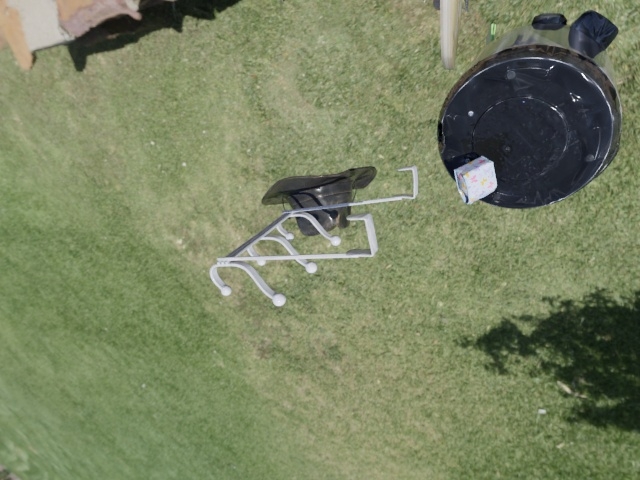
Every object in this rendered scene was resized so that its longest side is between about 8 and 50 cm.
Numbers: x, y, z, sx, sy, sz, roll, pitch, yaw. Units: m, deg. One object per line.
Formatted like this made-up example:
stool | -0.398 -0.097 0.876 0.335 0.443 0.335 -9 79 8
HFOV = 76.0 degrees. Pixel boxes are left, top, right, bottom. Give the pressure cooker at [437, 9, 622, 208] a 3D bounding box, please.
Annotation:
pressure cooker | 0.506 -0.324 0.995 0.369 0.420 0.376 -1 123 32

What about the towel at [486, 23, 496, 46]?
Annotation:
towel | 0.596 -0.676 1.429 0.023 0.152 0.113 -1 101 16

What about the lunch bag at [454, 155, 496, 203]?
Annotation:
lunch bag | 0.331 -0.126 0.874 0.071 0.053 0.083 -27 121 1

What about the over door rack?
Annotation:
over door rack | 0.000 0.000 0.699 0.324 0.239 0.108 -16 107 34

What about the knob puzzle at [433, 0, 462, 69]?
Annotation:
knob puzzle | 0.107 -0.243 0.350 0.029 0.213 0.213 6 127 18

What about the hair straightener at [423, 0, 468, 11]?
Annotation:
hair straightener | 0.344 -0.729 1.210 0.089 0.047 0.230 -44 70 11

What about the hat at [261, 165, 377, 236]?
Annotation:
hat | 0.004 -0.081 1.055 0.331 0.331 0.134 -14 85 39
